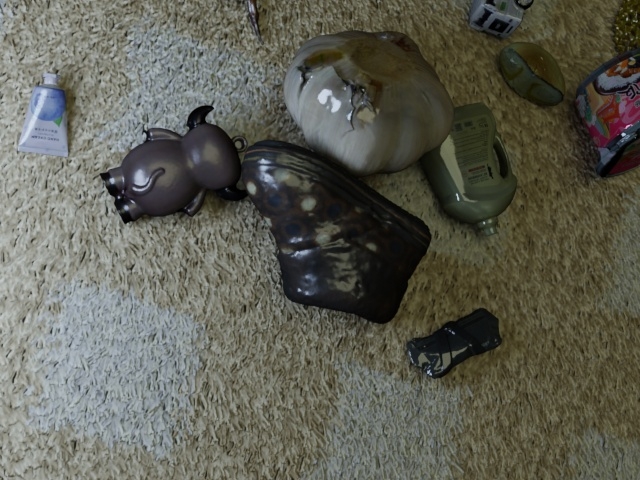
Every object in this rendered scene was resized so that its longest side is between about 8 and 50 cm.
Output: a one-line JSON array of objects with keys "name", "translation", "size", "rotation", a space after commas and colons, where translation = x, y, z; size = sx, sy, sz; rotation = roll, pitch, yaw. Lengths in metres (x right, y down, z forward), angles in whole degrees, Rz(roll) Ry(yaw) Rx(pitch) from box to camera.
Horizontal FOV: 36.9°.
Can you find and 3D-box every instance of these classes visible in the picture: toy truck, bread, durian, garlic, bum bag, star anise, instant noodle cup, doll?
[{"name": "toy truck", "translation": [0.378, -0.544, 1.964], "size": [0.125, 0.101, 0.242], "rotation": [19, 72, -8]}, {"name": "bread", "translation": [0.431, -0.350, 1.950], "size": [0.157, 0.083, 0.094], "rotation": [28, 70, -12]}, {"name": "durian", "translation": [0.713, -0.438, 2.053], "size": [0.132, 0.165, 0.182], "rotation": [-4, 107, -57]}, {"name": "garlic", "translation": [0.083, -0.256, 1.741], "size": [0.322, 0.241, 0.321], "rotation": [21, 55, -33]}, {"name": "bum bag", "translation": [0.256, 0.196, 1.811], "size": [0.198, 0.049, 0.087], "rotation": [-24, 63, -19]}, {"name": "star anise", "translation": [-0.143, -0.467, 1.818], "size": [0.158, 0.144, 0.140], "rotation": [-3, 35, -24]}, {"name": "instant noodle cup", "translation": [0.630, -0.268, 1.926], "size": [0.302, 0.258, 0.181], "rotation": [5, 55, -60]}, {"name": "doll", "translation": [-0.246, -0.121, 1.679], "size": [0.257, 0.117, 0.181], "rotation": [-27, 98, -18]}]

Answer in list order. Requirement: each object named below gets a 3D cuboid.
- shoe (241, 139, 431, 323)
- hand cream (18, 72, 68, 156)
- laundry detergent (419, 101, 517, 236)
[{"name": "shoe", "translation": [0.000, 0.000, 1.684], "size": [0.384, 0.171, 0.237], "rotation": [31, 76, -23]}, {"name": "hand cream", "translation": [-0.475, -0.220, 1.669], "size": [0.084, 0.053, 0.142], "rotation": [7, 88, -17]}, {"name": "laundry detergent", "translation": [0.294, -0.131, 1.861], "size": [0.181, 0.091, 0.253], "rotation": [-17, 84, -25]}]
